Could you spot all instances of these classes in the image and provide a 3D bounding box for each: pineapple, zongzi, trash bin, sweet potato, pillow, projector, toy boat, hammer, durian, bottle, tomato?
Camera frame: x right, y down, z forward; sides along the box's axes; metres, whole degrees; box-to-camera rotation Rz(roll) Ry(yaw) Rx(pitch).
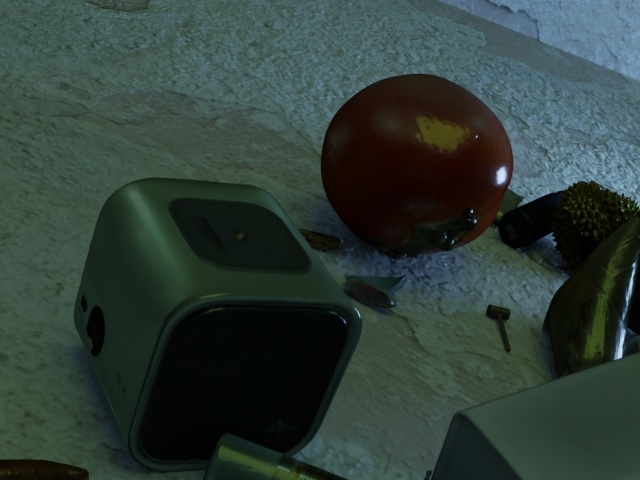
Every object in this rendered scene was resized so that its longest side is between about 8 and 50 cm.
[{"bbox_3d":[0.000,0.000,1.923,0.083,0.019,0.045,13,24,-20],"label":"pineapple"},{"bbox_3d":[0.443,0.096,1.796,0.115,0.256,0.228,28,26,-9],"label":"zongzi"},{"bbox_3d":[0.335,0.295,1.369,0.367,0.256,0.296,-6,37,-31],"label":"trash bin"},{"bbox_3d":[-0.356,0.242,1.182,0.264,0.057,0.057,9,28,-30],"label":"sweet potato"},{"bbox_3d":[0.276,-0.104,2.282,0.229,0.050,0.148,28,32,9],"label":"pillow"},{"bbox_3d":[-0.129,0.096,1.392,0.248,0.249,0.249,3,31,-31],"label":"projector"},{"bbox_3d":[0.092,0.070,1.853,0.096,0.034,0.122,27,19,14],"label":"toy boat"},{"bbox_3d":[0.288,0.142,1.865,0.035,0.019,0.110,15,32,-11],"label":"hammer"},{"bbox_3d":[0.512,0.004,2.119,0.137,0.194,0.237,-29,36,-33],"label":"durian"},{"bbox_3d":[0.426,-0.046,2.244,0.082,0.072,0.244,-12,6,35],"label":"bottle"},{"bbox_3d":[0.009,0.298,1.295,0.286,0.082,0.082,22,26,2],"label":"bottle"},{"bbox_3d":[0.157,-0.131,1.952,0.321,0.322,0.321,16,27,-8],"label":"tomato"}]

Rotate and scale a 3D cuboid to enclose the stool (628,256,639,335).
[{"bbox_3d":[0.615,0.090,1.901,0.272,0.272,0.178,13,29,-13],"label":"stool"}]
